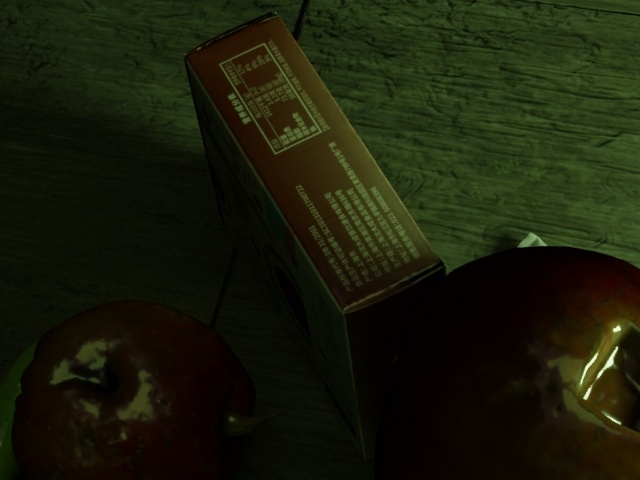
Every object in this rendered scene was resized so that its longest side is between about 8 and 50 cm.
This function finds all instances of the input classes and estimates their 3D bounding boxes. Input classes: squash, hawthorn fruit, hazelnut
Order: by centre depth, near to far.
[{"bbox_3d":[0.238,0.218,1.817,0.402,0.429,0.402,-5,51,7],"label":"hazelnut"},{"bbox_3d":[-0.207,0.194,2.007,0.262,0.258,0.258,26,62,-10],"label":"hawthorn fruit"},{"bbox_3d":[-0.351,0.198,2.121,0.066,0.066,0.201,12,58,14],"label":"squash"}]

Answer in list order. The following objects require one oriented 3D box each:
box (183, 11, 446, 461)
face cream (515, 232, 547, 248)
[{"bbox_3d":[0.000,0.000,2.031,0.122,0.344,0.385,-26,59,-10],"label":"box"},{"bbox_3d":[0.307,0.083,2.116,0.244,0.058,0.092,35,73,31],"label":"face cream"}]
